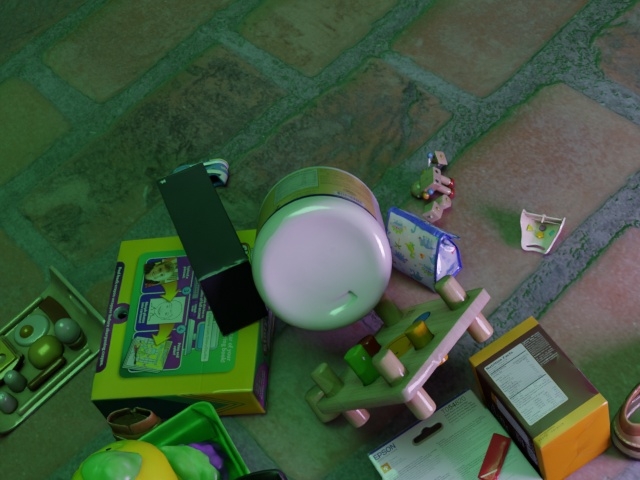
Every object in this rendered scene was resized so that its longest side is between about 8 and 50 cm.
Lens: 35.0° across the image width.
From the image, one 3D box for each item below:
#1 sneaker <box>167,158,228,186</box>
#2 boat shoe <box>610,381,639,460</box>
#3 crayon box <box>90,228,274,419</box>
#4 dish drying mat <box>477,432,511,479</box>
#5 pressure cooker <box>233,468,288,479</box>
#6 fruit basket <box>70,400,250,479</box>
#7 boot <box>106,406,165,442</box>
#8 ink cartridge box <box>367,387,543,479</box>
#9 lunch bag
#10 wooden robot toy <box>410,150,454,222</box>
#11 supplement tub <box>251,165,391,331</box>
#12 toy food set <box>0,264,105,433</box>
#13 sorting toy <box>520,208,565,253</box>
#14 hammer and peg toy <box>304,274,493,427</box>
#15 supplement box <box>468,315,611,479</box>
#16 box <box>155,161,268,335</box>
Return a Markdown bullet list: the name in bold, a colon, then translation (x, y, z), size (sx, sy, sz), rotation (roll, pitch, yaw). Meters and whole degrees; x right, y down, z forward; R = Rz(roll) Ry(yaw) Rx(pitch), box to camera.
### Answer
- **sneaker**: translation (-0.268, -0.133, 2.203), size (0.144, 0.053, 0.059), rotation (-15, 56, 6)
- **boat shoe**: translation (0.612, 0.231, 1.665), size (0.324, 0.120, 0.122), rotation (-40, 56, -13)
- **crayon box**: translation (-0.252, 0.160, 1.962), size (0.313, 0.106, 0.363), rotation (-4, 54, 11)
- **dish drying mat**: translation (0.287, 0.359, 1.675), size (0.032, 0.008, 0.083), rotation (13, 62, 25)
- **pressure cooker**: translation (-0.064, 0.561, 1.430), size (0.375, 0.420, 0.370), rotation (29, 102, 20)
- **fruit basket**: translation (-0.300, 0.413, 1.617), size (0.392, 0.392, 0.283), rotation (-32, 37, -8)
- **boot**: translation (-0.271, 0.350, 1.799), size (0.197, 0.152, 0.073), rotation (-13, 38, 7)
- **ink cartridge box**: translation (0.227, 0.393, 1.704), size (0.223, 0.045, 0.224), rotation (-32, 55, -6)
- **lunch bag**: translation (0.192, 0.008, 1.917), size (0.129, 0.151, 0.096), rotation (29, 68, 31)
- **wooden robot toy**: translation (0.220, -0.100, 2.053), size (0.079, 0.076, 0.173), rotation (-30, 44, 40)
- **supplement tub**: translation (0.000, 0.000, 1.845), size (0.241, 0.241, 0.331), rotation (-16, 16, 4)
- **toy food set**: translation (-0.596, 0.212, 2.028), size (0.306, 0.092, 0.219), rotation (-42, 56, -15)
- **sorting toy**: translation (0.418, -0.012, 1.939), size (0.083, 0.045, 0.075), rotation (13, 68, 23)
- **hammer and peg toy**: translation (0.107, 0.190, 1.722), size (0.266, 0.127, 0.361), rotation (-46, 13, -32)
- **supplement box**: translation (0.361, 0.266, 1.665), size (0.129, 0.191, 0.194), rotation (-33, 54, -5)
- **box**: translation (-0.200, 0.013, 1.872), size (0.103, 0.184, 0.261), rotation (-25, 53, -5)
